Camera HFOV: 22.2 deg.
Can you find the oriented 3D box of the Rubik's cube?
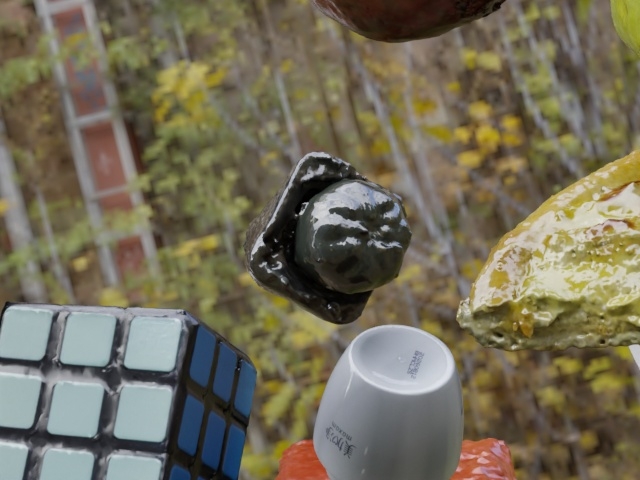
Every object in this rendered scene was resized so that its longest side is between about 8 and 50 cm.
[{"bbox_3d":[-0.153,0.144,1.238,0.163,0.162,0.160,1,-18,17],"label":"Rubik's cube"}]

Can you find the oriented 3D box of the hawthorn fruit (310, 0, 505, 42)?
[{"bbox_3d":[0.045,-0.237,0.990,0.181,0.235,0.181,-21,25,10],"label":"hawthorn fruit"}]

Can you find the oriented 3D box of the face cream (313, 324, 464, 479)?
[{"bbox_3d":[0.043,0.107,0.987,0.091,0.095,0.091,4,36,-3],"label":"face cream"}]

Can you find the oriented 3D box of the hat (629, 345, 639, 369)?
[{"bbox_3d":[0.317,0.062,1.347,0.126,0.203,0.203,-26,-5,4],"label":"hat"}]

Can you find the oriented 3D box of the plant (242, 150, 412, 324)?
[{"bbox_3d":[0.000,0.000,1.772,0.142,0.164,0.256,34,-20,-19],"label":"plant"}]

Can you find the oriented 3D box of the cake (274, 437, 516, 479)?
[{"bbox_3d":[0.074,0.371,1.593,0.269,0.320,0.270,-3,11,3],"label":"cake"}]

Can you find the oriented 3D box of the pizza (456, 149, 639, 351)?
[{"bbox_3d":[0.271,0.000,1.075,0.287,0.075,0.280,9,33,38],"label":"pizza"}]

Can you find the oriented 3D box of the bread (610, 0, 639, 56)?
[{"bbox_3d":[0.391,-0.227,1.217,0.348,0.308,0.348,18,19,-6],"label":"bread"}]
